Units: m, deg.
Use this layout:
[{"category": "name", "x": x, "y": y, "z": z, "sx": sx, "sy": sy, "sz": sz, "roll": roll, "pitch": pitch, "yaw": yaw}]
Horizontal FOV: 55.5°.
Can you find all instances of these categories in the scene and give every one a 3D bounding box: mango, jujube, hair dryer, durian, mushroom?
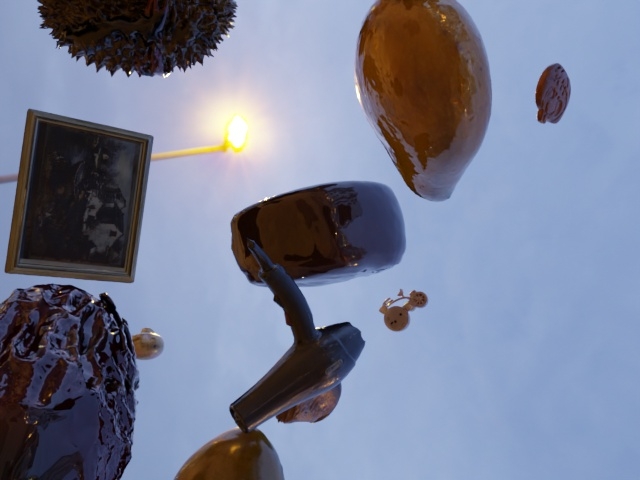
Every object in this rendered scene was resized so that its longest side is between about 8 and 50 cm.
[{"category": "mango", "x": 0.118, "y": -0.158, "z": 0.705, "sx": 0.176, "sy": 0.119, "sz": 0.316, "roll": 40, "pitch": -18, "yaw": 32}, {"category": "jujube", "x": -0.343, "y": 0.208, "z": 0.725, "sx": 0.376, "sy": 0.259, "sz": 0.258, "roll": -101, "pitch": -167, "yaw": -67}, {"category": "hair dryer", "x": -0.069, "y": 0.121, "z": 0.890, "sx": 0.091, "sy": 0.236, "sz": 0.271, "roll": -2, "pitch": -65, "yaw": 60}, {"category": "durian", "x": -0.357, "y": -0.489, "z": 1.207, "sx": 0.348, "sy": 0.385, "sz": 0.347, "roll": -174, "pitch": -90, "yaw": -67}, {"category": "mushroom", "x": -0.389, "y": 0.231, "z": 1.355, "sx": 0.083, "sy": 0.084, "sz": 0.067, "roll": -46, "pitch": -142, "yaw": 46}, {"category": "mango", "x": -0.130, "y": 0.436, "z": 0.893, "sx": 0.173, "sy": 0.212, "sz": 0.317, "roll": 91, "pitch": -8, "yaw": -58}]

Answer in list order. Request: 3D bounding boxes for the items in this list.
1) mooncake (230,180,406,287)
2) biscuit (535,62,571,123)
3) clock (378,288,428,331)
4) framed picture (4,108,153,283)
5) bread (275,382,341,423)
[{"category": "mooncake", "x": 0.000, "y": 0.000, "z": 1.157, "sx": 0.326, "sy": 0.334, "sz": 0.174, "roll": 97, "pitch": -20, "yaw": -85}, {"category": "biscuit", "x": 0.322, "y": -0.198, "z": 0.841, "sx": 0.015, "sy": 0.091, "sz": 0.078, "roll": 22, "pitch": -94, "yaw": 43}, {"category": "clock", "x": 0.210, "y": 0.169, "z": 1.539, "sx": 0.129, "sy": 0.041, "sz": 0.087, "roll": -42, "pitch": -113, "yaw": 5}, {"category": "framed picture", "x": -0.435, "y": -0.073, "z": 1.122, "sx": 0.019, "sy": 0.232, "sz": 0.296, "roll": 7, "pitch": -90, "yaw": 55}, {"category": "bread", "x": -0.015, "y": 0.266, "z": 1.065, "sx": 0.044, "sy": 0.129, "sz": 0.126, "roll": 17, "pitch": -92, "yaw": 43}]
